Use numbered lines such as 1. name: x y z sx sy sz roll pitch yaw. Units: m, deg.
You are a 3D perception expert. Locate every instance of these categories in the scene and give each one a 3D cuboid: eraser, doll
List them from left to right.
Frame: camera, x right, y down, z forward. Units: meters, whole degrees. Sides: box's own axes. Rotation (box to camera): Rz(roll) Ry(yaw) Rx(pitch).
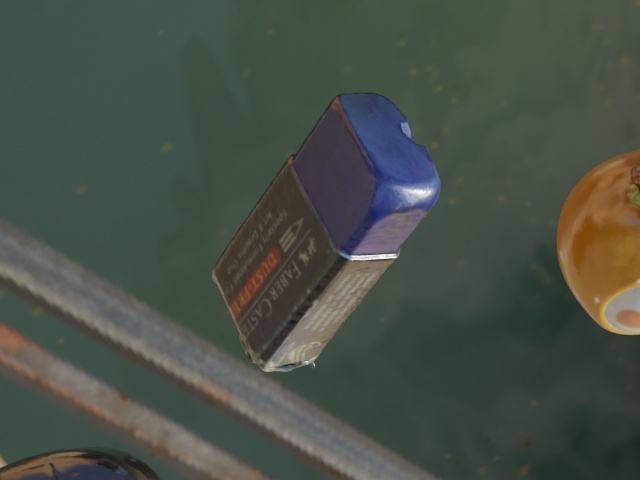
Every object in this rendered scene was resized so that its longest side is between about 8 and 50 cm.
1. eraser: 0.000 0.000 1.702 0.101 0.332 0.155 -5 55 -37
2. doll: 0.353 -0.021 1.640 0.236 0.213 0.213 70 27 -50

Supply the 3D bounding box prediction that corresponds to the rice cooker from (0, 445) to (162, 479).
1. rice cooker: -0.181 0.209 0.972 0.142 0.203 0.118 64 10 3
